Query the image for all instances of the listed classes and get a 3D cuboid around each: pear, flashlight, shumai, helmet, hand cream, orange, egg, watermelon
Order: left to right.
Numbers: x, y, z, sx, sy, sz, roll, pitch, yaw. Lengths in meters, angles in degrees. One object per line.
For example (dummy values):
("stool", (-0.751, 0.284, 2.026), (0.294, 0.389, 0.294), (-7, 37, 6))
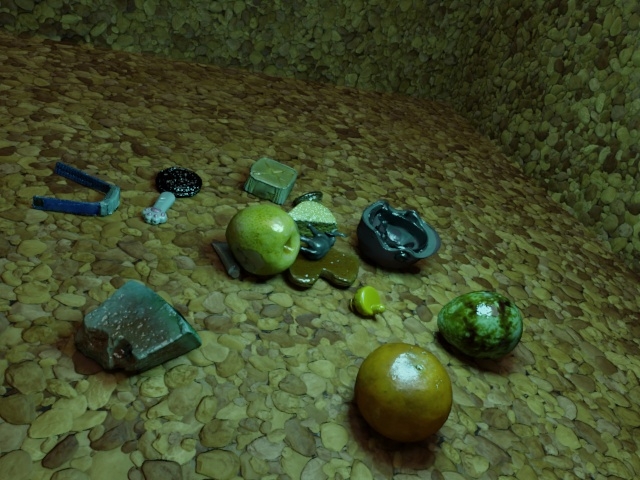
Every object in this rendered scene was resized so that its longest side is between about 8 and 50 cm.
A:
("watermelon", (-0.493, 0.241, 1.456), (0.264, 0.151, 0.302), (34, 37, 20))
("flashlight", (-0.618, -0.131, 2.007), (0.093, 0.047, 0.200), (17, 35, -3))
("hand cream", (-0.340, 0.063, 1.883), (0.067, 0.043, 0.209), (0, 33, -29))
("pear", (-0.208, -0.004, 1.850), (0.271, 0.271, 0.271), (13, 35, -9))
("shumai", (-0.056, -0.172, 2.315), (0.139, 0.105, 0.123), (7, -9, -33))
("helmet", (0.298, 0.003, 2.127), (0.338, 0.197, 0.271), (24, 43, -5))
("orange", (0.240, 0.430, 1.485), (0.284, 0.226, 0.284), (8, 40, -7))
("egg", (0.557, 0.291, 1.816), (0.289, 0.238, 0.238), (12, 34, 6))

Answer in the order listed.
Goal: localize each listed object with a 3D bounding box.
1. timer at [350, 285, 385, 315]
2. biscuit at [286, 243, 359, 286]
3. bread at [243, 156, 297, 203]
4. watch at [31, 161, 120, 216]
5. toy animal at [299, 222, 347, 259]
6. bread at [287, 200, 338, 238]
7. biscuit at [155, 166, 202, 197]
("timer", (0.175, 0.216, 1.848), (0.107, 0.109, 0.107), (14, 69, -41))
("biscuit", (0.011, 0.112, 1.960), (0.277, 0.052, 0.262), (14, 32, -4))
("bread", (-0.224, -0.266, 2.330), (0.210, 0.110, 0.192), (20, 41, 2))
("watch", (-0.896, -0.190, 1.954), (0.274, 0.068, 0.276), (6, 37, -11))
("toy animal", (-0.007, -0.005, 2.014), (0.137, 0.082, 0.269), (30, 30, 16))
("bread", (-0.052, -0.088, 2.122), (0.260, 0.129, 0.134), (3, 53, -17))
("biscuit", (-0.592, -0.245, 2.171), (0.194, 0.053, 0.194), (13, 35, -9))
